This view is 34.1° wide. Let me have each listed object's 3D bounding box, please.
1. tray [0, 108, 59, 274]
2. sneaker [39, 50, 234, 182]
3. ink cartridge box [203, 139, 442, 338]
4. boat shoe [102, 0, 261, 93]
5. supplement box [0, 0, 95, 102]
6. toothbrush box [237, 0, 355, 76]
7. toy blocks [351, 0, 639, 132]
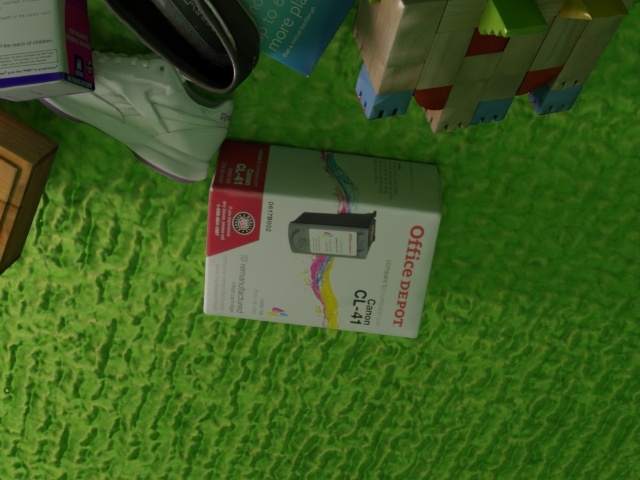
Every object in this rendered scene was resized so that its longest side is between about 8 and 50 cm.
[{"bbox_3d":[-0.557,-0.136,1.349,0.411,0.076,0.202,30,123,2],"label":"tray"},{"bbox_3d":[-0.253,-0.203,1.342,0.305,0.114,0.152,30,102,-16],"label":"sneaker"},{"bbox_3d":[0.000,0.000,1.437,0.306,0.131,0.226,7,125,0],"label":"ink cartridge box"},{"bbox_3d":[-0.192,-0.290,1.112,0.112,0.095,0.335,-35,116,28],"label":"boat shoe"},{"bbox_3d":[-0.340,-0.281,1.210,0.114,0.111,0.220,-6,91,7],"label":"supplement box"},{"bbox_3d":[-0.086,-0.361,1.188,0.296,0.126,0.216,27,124,-14],"label":"toothbrush box"},{"bbox_3d":[0.185,-0.234,1.214,0.381,0.190,0.261,-11,152,-17],"label":"toy blocks"}]
